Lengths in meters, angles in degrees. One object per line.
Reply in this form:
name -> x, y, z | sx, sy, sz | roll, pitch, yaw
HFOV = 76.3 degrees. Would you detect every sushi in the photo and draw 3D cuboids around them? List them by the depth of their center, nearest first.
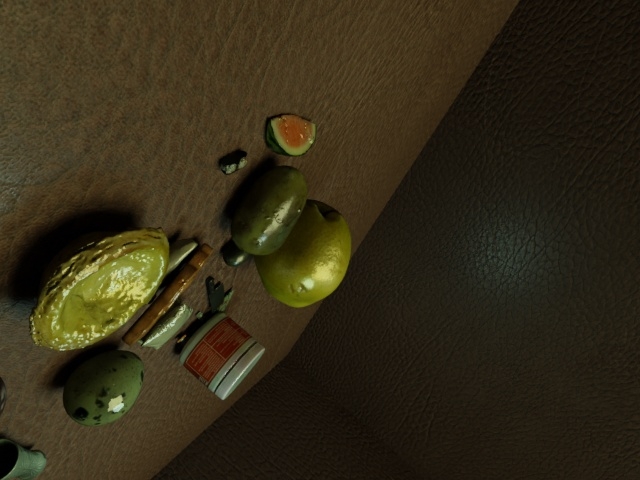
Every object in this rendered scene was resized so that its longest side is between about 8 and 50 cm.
sushi -> -0.217, -0.192, 1.038 | 0.083, 0.044, 0.046 | -38, 159, -39

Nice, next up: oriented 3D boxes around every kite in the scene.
kite -> -0.449, 0.315, 1.634 | 0.323, 0.013, 0.268 | -47, 166, -10

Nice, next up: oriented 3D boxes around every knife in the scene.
knife -> -0.383, 0.189, 1.495 | 0.072, 0.019, 0.245 | -45, 162, -31

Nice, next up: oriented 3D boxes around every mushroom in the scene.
mushroom -> -0.403, 0.073, 1.045 | 0.209, 0.071, 0.084 | -50, -161, -7

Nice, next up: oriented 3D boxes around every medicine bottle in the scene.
medicine bottle -> -0.389, 0.452, 1.613 | 0.253, 0.240, 0.252 | -50, 172, -10

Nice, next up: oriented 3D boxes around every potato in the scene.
potato -> -0.156, -0.088, 1.230 | 0.308, 0.173, 0.210 | -57, 158, 12

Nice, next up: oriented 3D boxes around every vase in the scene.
vase -> -0.791, 0.576, 1.056 | 0.096, 0.096, 0.219 | -43, 167, -30

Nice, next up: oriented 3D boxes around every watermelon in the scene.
watermelon -> -0.085, -0.302, 1.175 | 0.245, 0.063, 0.119 | -19, 127, -56
watermelon -> -0.276, 0.040, 1.358 | 0.111, 0.078, 0.078 | -50, 167, -31

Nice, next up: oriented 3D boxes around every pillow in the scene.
pillow -> -0.483, 0.263, 1.265 | 0.181, 0.077, 0.134 | -46, 165, -17

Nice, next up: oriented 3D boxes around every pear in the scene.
pear -> -0.068, 0.047, 1.495 | 0.362, 0.362, 0.419 | -33, 153, -52

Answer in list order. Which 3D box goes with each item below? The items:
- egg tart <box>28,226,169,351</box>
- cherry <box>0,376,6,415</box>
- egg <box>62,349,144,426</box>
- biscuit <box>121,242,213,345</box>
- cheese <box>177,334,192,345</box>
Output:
egg tart -> -0.450, 0.078, 0.831 | 0.315, 0.120, 0.315 | -49, 167, -15
cherry -> -0.636, 0.290, 0.645 | 0.213, 0.183, 0.266 | -45, -177, 9
egg -> -0.573, 0.387, 1.098 | 0.177, 0.177, 0.228 | -58, -179, 24
biscuit -> -0.405, 0.144, 1.104 | 0.334, 0.047, 0.202 | -57, -164, -29
cheese -> -0.514, 0.379, 1.542 | 0.047, 0.017, 0.111 | -47, 165, -18
